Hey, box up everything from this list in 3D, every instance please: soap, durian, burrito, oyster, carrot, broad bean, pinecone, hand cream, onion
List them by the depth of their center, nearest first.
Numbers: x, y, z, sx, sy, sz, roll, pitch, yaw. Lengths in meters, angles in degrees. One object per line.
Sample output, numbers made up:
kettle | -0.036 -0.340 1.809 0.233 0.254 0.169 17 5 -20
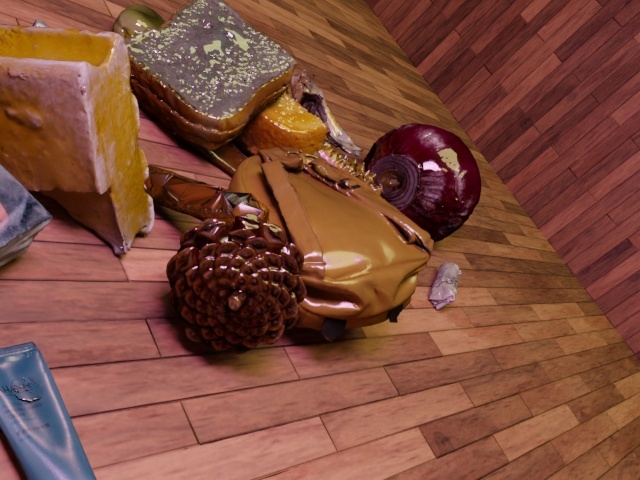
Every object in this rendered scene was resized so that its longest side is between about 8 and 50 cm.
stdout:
hand cream | -0.281 0.197 0.688 0.224 0.048 0.083 52 29 21
soap | -0.424 -0.134 0.934 0.338 0.305 0.169 7 34 9
pinecone | -0.121 0.052 0.962 0.207 0.207 0.208 35 28 -22
carrot | -0.190 -0.065 1.063 0.228 0.069 0.069 19 22 14
broad bean | -0.360 -0.430 1.391 0.124 0.082 0.174 44 26 -13
durian | 0.047 -0.159 1.589 0.341 0.112 0.191 45 28 1
burrito | 0.312 0.105 1.674 0.064 0.064 0.203 46 27 -2
oyster | -0.003 -0.310 1.695 0.275 0.100 0.271 59 -3 -3
onion | 0.280 -0.179 1.812 0.281 0.260 0.337 7 47 -46

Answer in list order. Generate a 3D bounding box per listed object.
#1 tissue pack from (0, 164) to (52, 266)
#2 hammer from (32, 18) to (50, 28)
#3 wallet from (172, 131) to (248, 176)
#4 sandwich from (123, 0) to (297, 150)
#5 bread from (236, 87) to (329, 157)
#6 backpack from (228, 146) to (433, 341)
tissue pack | -0.472 -0.071 0.698 0.315 0.103 0.228 44 24 -6
hammer | -0.421 -0.270 1.124 0.158 0.041 0.227 29 30 -29
wallet | -0.210 -0.184 1.336 0.176 0.026 0.095 35 26 -24
sandwich | -0.217 -0.330 1.300 0.271 0.099 0.301 35 50 4
bread | -0.105 -0.242 1.426 0.229 0.143 0.139 39 37 11
backpack | 0.004 -0.005 1.197 0.353 0.201 0.378 0 44 -39
